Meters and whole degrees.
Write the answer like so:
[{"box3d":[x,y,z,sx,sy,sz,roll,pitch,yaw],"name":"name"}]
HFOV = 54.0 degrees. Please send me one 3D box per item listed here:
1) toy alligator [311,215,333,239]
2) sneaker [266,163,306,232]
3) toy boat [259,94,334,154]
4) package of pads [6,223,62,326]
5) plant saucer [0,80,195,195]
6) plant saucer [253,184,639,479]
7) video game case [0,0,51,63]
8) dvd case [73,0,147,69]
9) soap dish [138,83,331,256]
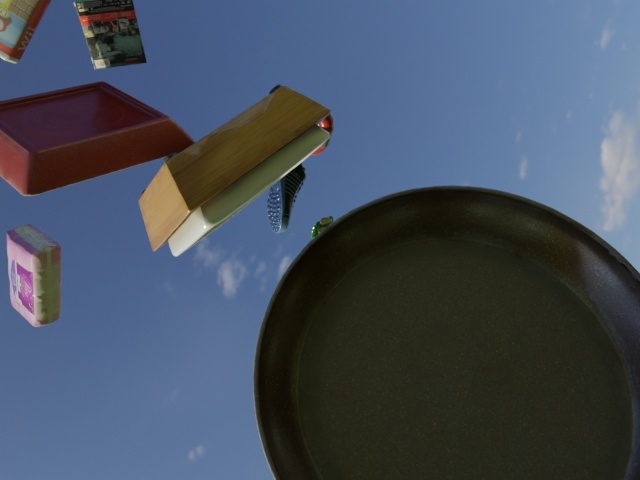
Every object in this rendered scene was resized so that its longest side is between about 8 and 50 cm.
[{"box3d":[0.000,0.000,1.574,0.190,0.051,0.056,-80,-14,-49],"name":"toy alligator"},{"box3d":[-0.081,-0.135,1.594,0.090,0.081,0.233,-5,-77,-34],"name":"sneaker"},{"box3d":[-0.083,-0.304,1.739,0.151,0.230,0.151,-79,6,-52],"name":"toy boat"},{"box3d":[-0.262,0.032,0.579,0.032,0.050,0.083,-21,-48,-47],"name":"package of pads"},{"box3d":[-0.357,-0.167,0.915,0.259,0.258,0.048,-24,-48,-38],"name":"plant saucer"},{"box3d":[0.108,0.102,0.457,0.311,0.310,0.050,-49,-18,-22],"name":"plant saucer"},{"box3d":[-0.311,-0.346,0.594,0.285,0.204,0.025,-58,1,8],"name":"video game case"},{"box3d":[-0.332,-0.331,1.002,0.087,0.013,0.120,-11,-41,-9],"name":"dvd case"},{"box3d":[-0.142,-0.111,0.994,0.290,0.229,0.118,-40,-84,-30],"name":"soap dish"}]
